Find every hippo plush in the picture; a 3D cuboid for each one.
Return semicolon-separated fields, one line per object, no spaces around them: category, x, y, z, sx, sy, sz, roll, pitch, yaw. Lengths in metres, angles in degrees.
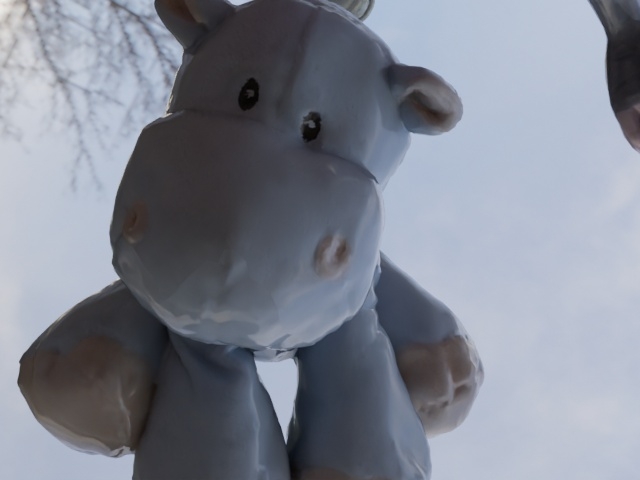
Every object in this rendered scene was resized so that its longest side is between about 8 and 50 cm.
hippo plush;0.000;0.000;0.686;0.236;0.234;0.294;116;-1;-56

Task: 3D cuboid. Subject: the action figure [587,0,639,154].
action figure;0.088;-0.214;0.477;0.370;0.276;0.248;-35;-135;15

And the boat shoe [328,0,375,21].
boat shoe;-0.024;-0.174;0.858;0.046;0.125;0.038;-64;-167;13
